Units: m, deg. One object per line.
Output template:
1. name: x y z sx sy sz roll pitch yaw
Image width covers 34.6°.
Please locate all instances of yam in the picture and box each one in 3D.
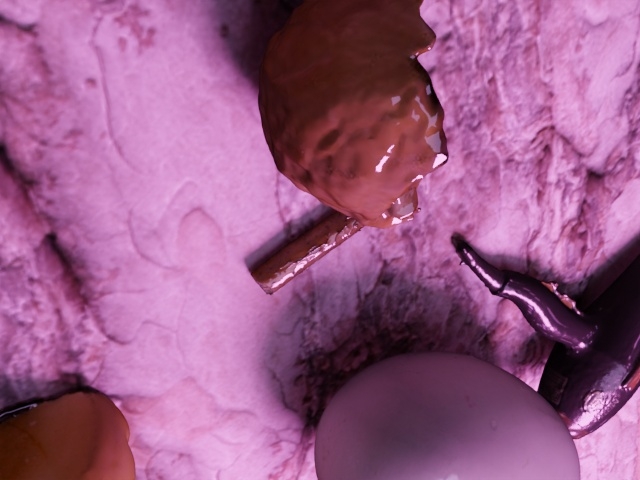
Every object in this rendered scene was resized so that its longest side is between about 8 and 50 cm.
1. yam: 0.000 0.000 0.970 0.145 0.032 0.032 -36 135 -7

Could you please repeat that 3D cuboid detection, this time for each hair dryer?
1. hair dryer: 0.285 0.051 1.172 0.359 0.120 0.304 31 94 -35

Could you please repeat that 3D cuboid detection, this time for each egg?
1. egg: 0.150 0.240 1.113 0.370 0.230 0.230 20 110 -43

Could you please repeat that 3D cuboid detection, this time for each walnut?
1. walnut: 0.022 -0.109 0.793 0.141 0.204 0.238 -6 123 -3

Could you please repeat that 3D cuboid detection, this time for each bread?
1. bread: -0.269 0.262 0.901 0.260 0.156 0.158 -26 132 -14
